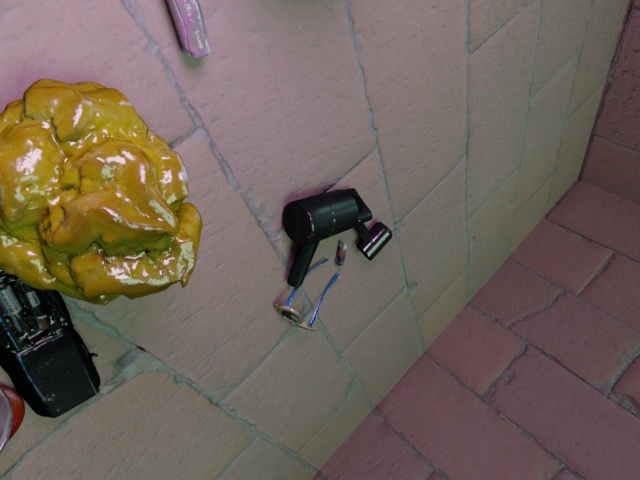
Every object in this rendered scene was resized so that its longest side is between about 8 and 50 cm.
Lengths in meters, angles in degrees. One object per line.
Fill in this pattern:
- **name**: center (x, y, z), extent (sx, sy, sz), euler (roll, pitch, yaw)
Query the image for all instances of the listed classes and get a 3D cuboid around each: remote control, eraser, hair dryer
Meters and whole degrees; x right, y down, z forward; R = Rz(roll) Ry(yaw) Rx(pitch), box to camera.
- **remote control**: center (-0.502, 0.183, 0.817), extent (0.144, 0.062, 0.399), euler (-29, 138, -31)
- **eraser**: center (0.062, 0.044, 1.391), extent (0.019, 0.027, 0.100), euler (-19, 134, -37)
- **hair dryer**: center (0.000, 0.000, 1.235), extent (0.244, 0.116, 0.303), euler (-17, 143, -41)
- **hair dryer**: center (0.134, -0.048, 1.380), extent (0.114, 0.070, 0.248), euler (-47, 136, -8)

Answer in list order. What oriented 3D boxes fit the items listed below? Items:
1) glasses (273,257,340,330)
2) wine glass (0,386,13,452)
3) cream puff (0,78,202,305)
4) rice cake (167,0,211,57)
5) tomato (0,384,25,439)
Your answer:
- **glasses**: center (-0.014, 0.173, 1.360), extent (0.221, 0.088, 0.190), euler (-48, 145, -9)
- **wine glass**: center (-0.583, 0.176, 0.539), extent (0.267, 0.267, 0.406), euler (-37, 143, -22)
- **cream puff**: center (-0.313, -0.051, 0.655), extent (0.291, 0.257, 0.325), euler (-23, 130, -48)
- **rice cake**: center (-0.216, -0.396, 0.663), extent (0.049, 0.055, 0.270), euler (-33, 143, -20)
- **tomato**: center (-0.620, 0.336, 0.793), extent (0.166, 0.082, 0.174), euler (-41, 143, -14)
